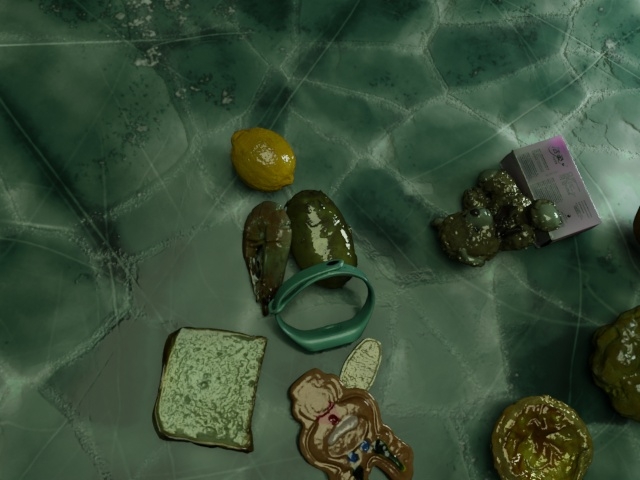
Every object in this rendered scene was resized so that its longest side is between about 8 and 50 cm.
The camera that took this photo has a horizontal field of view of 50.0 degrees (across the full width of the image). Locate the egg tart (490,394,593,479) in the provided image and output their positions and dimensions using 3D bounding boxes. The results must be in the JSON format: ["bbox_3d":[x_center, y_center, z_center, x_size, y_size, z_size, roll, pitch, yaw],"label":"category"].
[{"bbox_3d":[0.488,0.469,1.536,0.241,0.106,0.240,1,75,-4],"label":"egg tart"}]

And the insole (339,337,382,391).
[{"bbox_3d":[0.075,0.337,1.565,0.081,0.011,0.247,24,74,-1],"label":"insole"}]

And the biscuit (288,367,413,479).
[{"bbox_3d":[0.058,0.433,1.510,0.202,0.047,0.333,-36,85,-15],"label":"biscuit"}]

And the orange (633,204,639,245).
[{"bbox_3d":[0.892,-0.032,1.649,0.264,0.264,0.264,2,75,-7],"label":"orange"}]

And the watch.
[{"bbox_3d":[0.005,0.149,1.532,0.237,0.068,0.195,-14,111,-3],"label":"watch"}]

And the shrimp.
[{"bbox_3d":[-0.128,0.043,1.576,0.145,0.061,0.266,2,96,35],"label":"shrimp"}]

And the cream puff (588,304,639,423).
[{"bbox_3d":[0.768,0.281,1.584,0.282,0.185,0.281,1,74,-3],"label":"cream puff"}]

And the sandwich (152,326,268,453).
[{"bbox_3d":[-0.239,0.321,1.489,0.226,0.087,0.251,9,71,-7],"label":"sandwich"}]

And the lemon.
[{"bbox_3d":[-0.138,-0.194,1.615,0.187,0.142,0.142,43,74,8],"label":"lemon"}]

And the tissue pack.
[{"bbox_3d":[0.573,-0.121,1.712,0.149,0.092,0.246,-18,78,-11],"label":"tissue pack"}]

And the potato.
[{"bbox_3d":[0.000,0.000,1.598,0.150,0.113,0.251,-24,91,-19],"label":"potato"}]

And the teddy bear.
[{"bbox_3d":[0.399,-0.038,1.637,0.256,0.156,0.267,-20,39,-13],"label":"teddy bear"}]
